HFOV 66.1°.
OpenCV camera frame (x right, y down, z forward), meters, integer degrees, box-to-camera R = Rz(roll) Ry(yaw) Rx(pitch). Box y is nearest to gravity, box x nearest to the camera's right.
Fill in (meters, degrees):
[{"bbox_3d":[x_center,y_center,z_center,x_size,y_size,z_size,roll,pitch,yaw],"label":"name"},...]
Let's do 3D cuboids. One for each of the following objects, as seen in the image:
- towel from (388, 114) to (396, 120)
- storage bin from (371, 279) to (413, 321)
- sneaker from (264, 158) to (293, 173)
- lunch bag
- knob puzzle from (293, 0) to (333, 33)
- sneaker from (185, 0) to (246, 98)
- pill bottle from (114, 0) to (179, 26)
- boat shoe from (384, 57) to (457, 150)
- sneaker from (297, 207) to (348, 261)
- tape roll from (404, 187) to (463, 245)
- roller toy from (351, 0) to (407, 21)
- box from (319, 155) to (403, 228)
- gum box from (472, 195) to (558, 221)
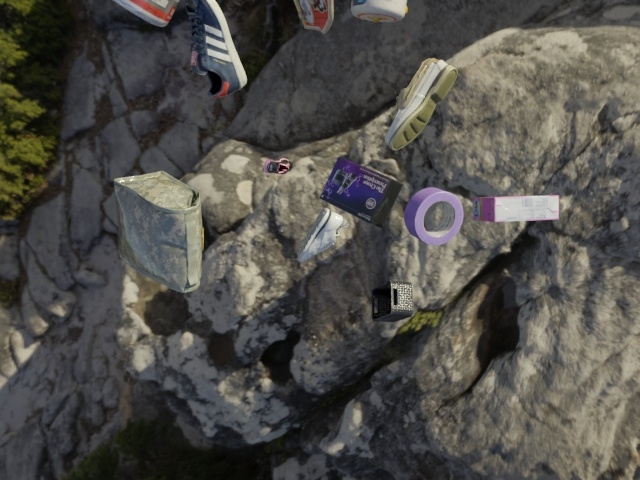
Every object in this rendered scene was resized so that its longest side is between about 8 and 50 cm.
[{"bbox_3d":[0.286,-0.431,1.801,0.009,0.083,0.060,-55,45,5],"label":"towel"},{"bbox_3d":[0.253,0.219,1.750,0.084,0.180,0.122,6,72,-14],"label":"storage bin"},{"bbox_3d":[-0.107,-0.207,1.398,0.057,0.119,0.047,14,108,28],"label":"sneaker"},{"bbox_3d":[-0.393,-0.024,1.268,0.287,0.169,0.235,28,122,37],"label":"lunch bag"},{"bbox_3d":[-0.031,-0.562,1.121,0.030,0.213,0.213,-34,70,-13],"label":"knob puzzle"},{"bbox_3d":[-0.355,-0.596,1.503,0.148,0.350,0.131,-39,40,-18],"label":"sneaker"},{"bbox_3d":[-0.407,-0.760,1.249,0.210,0.210,0.363,43,108,22],"label":"pill bottle"},{"bbox_3d":[0.290,-0.420,1.523,0.103,0.113,0.302,41,98,25],"label":"boat shoe"},{"bbox_3d":[0.000,0.000,1.669,0.235,0.094,0.090,-53,21,35],"label":"sneaker"},{"bbox_3d":[0.390,-0.084,1.698,0.189,0.189,0.080,-62,24,7],"label":"tape roll"},{"bbox_3d":[0.207,-0.844,1.726,0.191,0.209,0.146,10,106,13],"label":"roller toy"},{"bbox_3d":[0.150,-0.184,1.858,0.261,0.103,0.184,29,100,35],"label":"box"},{"bbox_3d":[0.502,-0.082,1.260,0.188,0.107,0.062,-2,94,-11],"label":"gum box"}]
